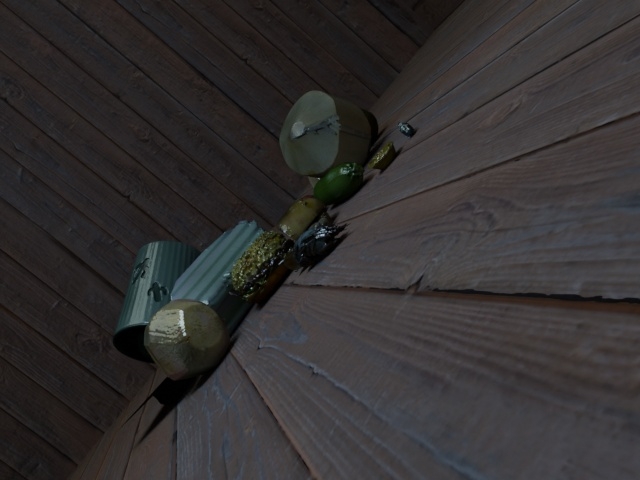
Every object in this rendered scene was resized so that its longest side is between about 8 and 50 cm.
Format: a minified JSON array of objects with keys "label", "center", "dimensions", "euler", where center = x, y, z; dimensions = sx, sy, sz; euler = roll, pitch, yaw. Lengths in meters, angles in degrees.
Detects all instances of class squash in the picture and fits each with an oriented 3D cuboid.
[{"label":"squash","center":[0.053,-0.169,1.907],"dimensions":[0.101,0.101,0.379],"euler":[-52,9,-17]}]

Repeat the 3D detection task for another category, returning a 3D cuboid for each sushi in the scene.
[{"label":"sushi","center":[-0.462,0.463,2.001],"dimensions":[0.339,0.069,0.320],"euler":[-46,0,28]}]

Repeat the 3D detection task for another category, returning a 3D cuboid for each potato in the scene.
[{"label":"potato","center":[-0.052,-0.070,1.818],"dimensions":[0.138,0.098,0.243],"euler":[-56,-4,2]}]

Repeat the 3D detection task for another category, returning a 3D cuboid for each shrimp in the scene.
[{"label":"shrimp","center":[0.000,0.000,1.477],"dimensions":[0.090,0.079,0.233],"euler":[-8,-16,-36]}]

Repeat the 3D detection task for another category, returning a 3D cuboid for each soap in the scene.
[{"label":"soap","center":[-0.307,0.118,2.081],"dimensions":[0.261,0.156,0.446],"euler":[-7,35,37]}]

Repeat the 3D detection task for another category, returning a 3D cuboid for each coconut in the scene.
[{"label":"coconut","center":[0.012,-0.356,2.158],"dimensions":[0.323,0.323,0.323],"euler":[-49,7,9]},{"label":"coconut","center":[-0.376,0.278,1.767],"dimensions":[0.237,0.237,0.197],"euler":[-42,6,47]}]

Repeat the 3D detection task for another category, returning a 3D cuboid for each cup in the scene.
[{"label":"cup","center":[-0.522,0.235,2.292],"dimensions":[0.310,0.401,0.392],"euler":[115,159,-52]}]

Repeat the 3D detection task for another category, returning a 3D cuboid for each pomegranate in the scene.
[{"label":"pomegranate","center":[0.111,-0.438,2.426],"dimensions":[0.181,0.224,0.181],"euler":[-57,8,13]}]

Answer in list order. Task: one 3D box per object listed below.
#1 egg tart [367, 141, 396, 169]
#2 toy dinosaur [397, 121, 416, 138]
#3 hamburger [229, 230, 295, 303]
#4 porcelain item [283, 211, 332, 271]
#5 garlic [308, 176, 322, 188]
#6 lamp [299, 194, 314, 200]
[{"label":"egg tart","center":[0.170,-0.222,1.683],"dimensions":[0.105,0.039,0.105],"euler":[-49,7,9]},{"label":"toy dinosaur","center":[0.230,-0.301,1.692],"dimensions":[0.030,0.047,0.083],"euler":[-50,8,12]},{"label":"hamburger","center":[-0.173,0.077,1.851],"dimensions":[0.243,0.139,0.262],"euler":[-50,6,-6]},{"label":"porcelain item","center":[-0.023,-0.003,1.676],"dimensions":[0.084,0.054,0.213],"euler":[-44,5,42]},{"label":"garlic","center":[0.024,-0.261,2.385],"dimensions":[0.146,0.164,0.245],"euler":[-7,26,21]},{"label":"lamp","center":[-0.040,-0.104,2.148],"dimensions":[0.108,0.092,0.107],"euler":[-23,51,31]}]
